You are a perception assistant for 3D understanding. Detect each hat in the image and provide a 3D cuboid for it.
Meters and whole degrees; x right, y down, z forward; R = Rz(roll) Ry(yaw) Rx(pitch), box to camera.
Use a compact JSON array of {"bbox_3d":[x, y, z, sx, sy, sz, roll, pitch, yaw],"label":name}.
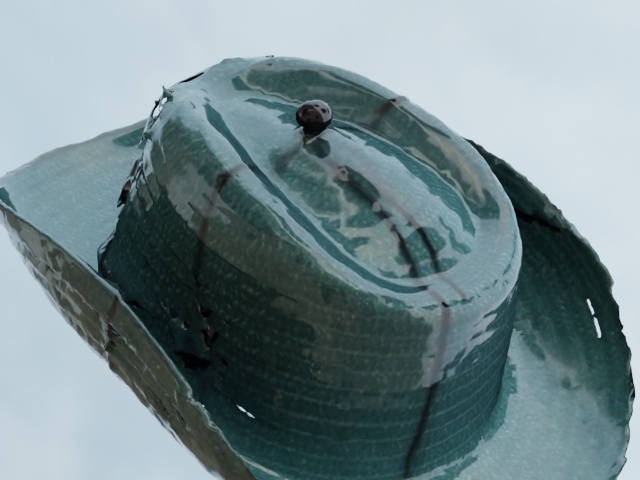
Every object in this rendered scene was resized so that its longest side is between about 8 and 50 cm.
[{"bbox_3d":[0.000,0.000,0.468,0.191,0.138,0.078,37,-45,25],"label":"hat"}]
